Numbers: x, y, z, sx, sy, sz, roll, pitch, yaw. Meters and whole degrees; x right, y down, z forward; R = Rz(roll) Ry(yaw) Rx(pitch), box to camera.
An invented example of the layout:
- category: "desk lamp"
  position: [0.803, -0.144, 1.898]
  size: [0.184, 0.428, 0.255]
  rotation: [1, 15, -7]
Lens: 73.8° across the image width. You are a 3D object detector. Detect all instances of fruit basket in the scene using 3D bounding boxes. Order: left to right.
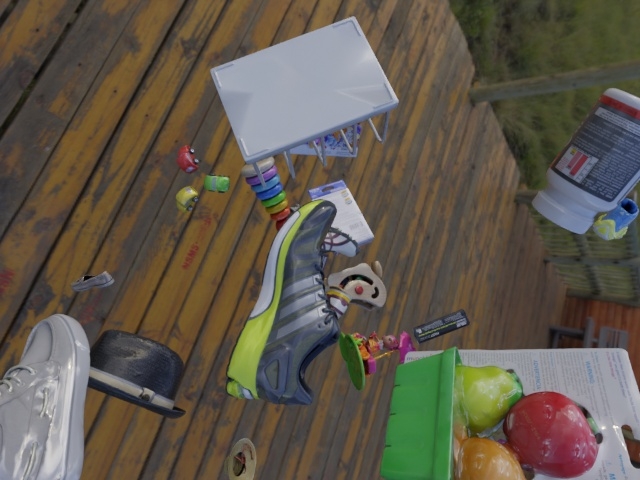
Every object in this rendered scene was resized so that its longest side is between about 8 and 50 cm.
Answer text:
- category: "fruit basket"
  position: [0.278, 0.300, 0.626]
  size: [0.327, 0.352, 0.166]
  rotation: [-68, 147, -47]

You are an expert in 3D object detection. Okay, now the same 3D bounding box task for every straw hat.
- category: "straw hat"
  position: [-0.259, 0.684, 1.303]
  size: [0.144, 0.061, 0.145]
  rotation: [45, 37, -50]

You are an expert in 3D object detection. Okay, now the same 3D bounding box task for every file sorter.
- category: "file sorter"
  position: [-0.028, -0.243, 0.810]
  size: [0.173, 0.277, 0.193]
  rotation: [82, -14, -74]

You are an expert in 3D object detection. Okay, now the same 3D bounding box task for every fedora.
- category: "fedora"
  position: [-0.476, 0.328, 1.090]
  size: [0.334, 0.333, 0.153]
  rotation: [46, 54, -40]

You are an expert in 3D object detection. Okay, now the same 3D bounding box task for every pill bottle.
- category: "pill bottle"
  position: [0.776, -0.211, 1.188]
  size: [0.210, 0.210, 0.363]
  rotation: [-10, 135, -46]

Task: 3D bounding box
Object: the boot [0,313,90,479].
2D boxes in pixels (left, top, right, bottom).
- category: "boot"
  position: [-0.361, 0.183, 0.514]
  size: [0.095, 0.258, 0.123]
  rotation: [-35, 141, 7]

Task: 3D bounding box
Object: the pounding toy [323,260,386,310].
- category: "pounding toy"
  position: [0.111, 0.174, 1.423]
  size: [0.269, 0.155, 0.154]
  rotation: [-16, 78, -28]

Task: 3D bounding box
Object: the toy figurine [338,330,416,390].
- category: "toy figurine"
  position: [0.143, 0.263, 1.021]
  size: [0.159, 0.173, 0.130]
  rotation: [-9, 106, -14]

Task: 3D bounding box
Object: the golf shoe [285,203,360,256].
- category: "golf shoe"
  position: [0.000, 0.000, 1.256]
  size: [0.272, 0.105, 0.120]
  rotation: [30, 81, -32]

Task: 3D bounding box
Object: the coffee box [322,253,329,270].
- category: "coffee box"
  position: [-0.070, 0.166, 2.239]
  size: [0.141, 0.098, 0.247]
  rotation: [18, 93, -48]

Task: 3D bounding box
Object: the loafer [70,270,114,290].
- category: "loafer"
  position: [-0.600, 0.103, 1.115]
  size: [0.045, 0.125, 0.039]
  rotation: [-73, 151, -60]

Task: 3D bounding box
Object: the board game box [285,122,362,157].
- category: "board game box"
  position: [-0.027, -0.370, 1.236]
  size: [0.346, 0.078, 0.234]
  rotation: [-7, 113, -38]

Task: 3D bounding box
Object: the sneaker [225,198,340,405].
- category: "sneaker"
  position: [-0.022, 0.086, 0.600]
  size: [0.111, 0.121, 0.300]
  rotation: [60, 46, -72]

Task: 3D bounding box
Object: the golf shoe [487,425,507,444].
- category: "golf shoe"
  position: [0.410, 0.374, 0.921]
  size: [0.115, 0.306, 0.140]
  rotation: [2, 64, -7]

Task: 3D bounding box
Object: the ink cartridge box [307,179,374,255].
- category: "ink cartridge box"
  position: [0.080, -0.104, 1.851]
  size: [0.185, 0.065, 0.311]
  rotation: [-20, 73, -17]

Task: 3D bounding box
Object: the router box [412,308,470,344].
- category: "router box"
  position: [0.268, 0.195, 0.964]
  size: [0.092, 0.122, 0.038]
  rotation: [45, 22, -74]

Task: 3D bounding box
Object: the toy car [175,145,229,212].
- category: "toy car"
  position: [-0.416, -0.205, 1.471]
  size: [0.053, 0.224, 0.239]
  rotation: [-13, 109, -64]

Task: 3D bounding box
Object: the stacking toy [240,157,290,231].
- category: "stacking toy"
  position: [-0.191, -0.162, 1.708]
  size: [0.141, 0.141, 0.331]
  rotation: [-42, 121, -36]

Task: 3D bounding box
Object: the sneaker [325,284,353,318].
- category: "sneaker"
  position: [0.003, 0.158, 1.023]
  size: [0.069, 0.185, 0.084]
  rotation: [37, 67, -12]

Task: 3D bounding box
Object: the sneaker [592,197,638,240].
- category: "sneaker"
  position: [0.938, -0.069, 1.327]
  size: [0.240, 0.091, 0.126]
  rotation: [-17, 149, -48]
